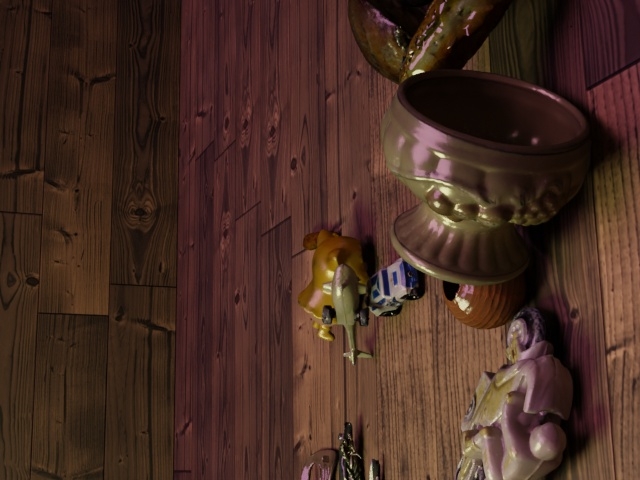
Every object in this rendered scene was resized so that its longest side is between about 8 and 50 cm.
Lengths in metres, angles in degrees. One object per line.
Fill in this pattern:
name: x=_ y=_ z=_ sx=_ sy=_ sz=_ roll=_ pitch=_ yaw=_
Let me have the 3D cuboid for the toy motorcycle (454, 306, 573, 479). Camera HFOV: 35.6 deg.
toy motorcycle: x=0.287 y=0.280 z=1.469 sx=0.223 sy=0.107 sz=0.341 roll=-122 pitch=48 yaw=-66

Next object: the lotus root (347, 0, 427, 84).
lotus root: x=0.132 y=-0.385 z=1.914 sx=0.314 sy=0.210 sz=0.142 roll=-98 pitch=33 yaw=-62

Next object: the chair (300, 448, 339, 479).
chair: x=-0.057 y=0.626 z=2.185 sx=0.175 sy=0.183 sz=0.327 roll=153 pitch=118 yaw=-65

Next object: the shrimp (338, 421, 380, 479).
shrimp: x=0.083 y=0.479 z=2.043 sx=0.150 sy=0.051 sz=0.217 roll=-30 pitch=66 yaw=61

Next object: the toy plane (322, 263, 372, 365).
toy plane: x=0.058 y=0.150 z=1.974 sx=0.108 sy=0.092 sz=0.287 roll=-77 pitch=-16 yaw=-50

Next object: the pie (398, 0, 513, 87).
pie: x=0.220 y=-0.352 z=1.583 sx=0.355 sy=0.103 sz=0.288 roll=-52 pitch=5 yaw=18

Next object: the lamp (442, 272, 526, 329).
lamp: x=0.256 y=0.072 z=1.558 sx=0.136 sy=0.136 sz=0.137 roll=-176 pitch=90 yaw=-69

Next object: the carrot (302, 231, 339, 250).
carrot: x=0.000 y=0.000 z=2.347 sx=0.170 sy=0.042 sz=0.042 roll=172 pitch=101 yaw=-66

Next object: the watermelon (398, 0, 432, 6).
watermelon: x=0.188 y=-0.501 z=1.886 sx=0.133 sy=0.105 sz=0.105 roll=-47 pitch=-7 yaw=-40

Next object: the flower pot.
flower pot: x=0.227 y=-0.085 z=1.441 sx=0.307 sy=0.307 sz=0.244 roll=-118 pitch=31 yaw=-54

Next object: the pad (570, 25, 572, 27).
pad: x=0.395 y=-0.430 z=1.391 sx=0.250 sy=0.055 sz=0.323 roll=119 pitch=166 yaw=-46

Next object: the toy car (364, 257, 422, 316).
toy car: x=0.135 y=0.094 z=1.940 sx=0.170 sy=0.070 sz=0.080 roll=135 pitch=134 yaw=-58

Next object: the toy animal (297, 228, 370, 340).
toy animal: x=0.024 y=0.099 z=2.133 sx=0.156 sy=0.156 sz=0.230 roll=-127 pitch=42 yaw=-59
